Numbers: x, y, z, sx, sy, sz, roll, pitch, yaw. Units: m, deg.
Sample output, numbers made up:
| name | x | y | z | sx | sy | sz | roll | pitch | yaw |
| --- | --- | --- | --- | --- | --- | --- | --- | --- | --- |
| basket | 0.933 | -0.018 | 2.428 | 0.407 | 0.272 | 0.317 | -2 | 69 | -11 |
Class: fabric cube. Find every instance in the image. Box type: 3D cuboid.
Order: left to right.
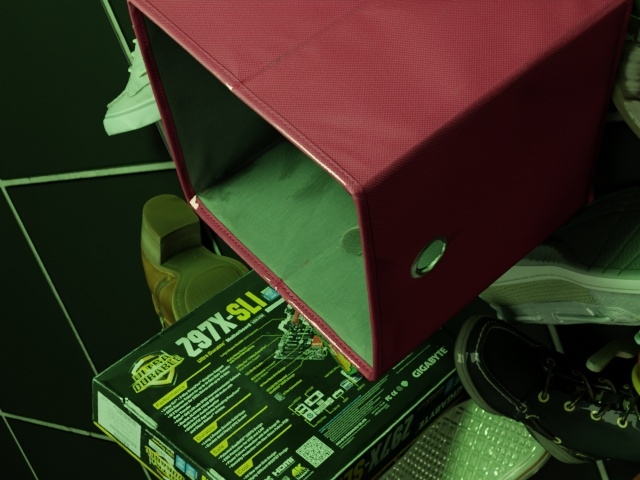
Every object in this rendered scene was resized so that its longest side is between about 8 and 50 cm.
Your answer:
| name | x | y | z | sx | sy | sz | roll | pitch | yaw |
| --- | --- | --- | --- | --- | --- | --- | --- | --- | --- |
| fabric cube | 0.048 | -0.100 | 0.889 | 0.259 | 0.258 | 0.254 | 43 | 158 | 29 |

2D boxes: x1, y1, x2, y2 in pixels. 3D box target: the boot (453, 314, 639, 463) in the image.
| name | x | y | z | sx | sy | sz | roll | pitch | yaw |
| --- | --- | --- | --- | --- | --- | --- | --- | --- | --- |
| boot | 0.248 | 0.138 | 1.029 | 0.178 | 0.085 | 0.236 | -3 | 146 | 47 |

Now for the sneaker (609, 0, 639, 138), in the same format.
| name | x | y | z | sx | sy | sz | roll | pitch | yaw |
| --- | --- | --- | --- | --- | --- | --- | --- | --- | --- |
| sneaker | 0.253 | -0.136 | 0.860 | 0.188 | 0.066 | 0.071 | 52 | 143 | 2 |

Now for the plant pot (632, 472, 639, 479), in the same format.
| name | x | y | z | sx | sy | sz | roll | pitch | yaw |
| --- | --- | --- | --- | --- | --- | --- | --- | --- | --- |
| plant pot | 0.322 | 0.363 | 0.998 | 0.236 | 0.267 | 0.267 | 43 | 169 | 40 |

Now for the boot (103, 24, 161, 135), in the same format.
| name | x | y | z | sx | sy | sz | roll | pitch | yaw |
| --- | --- | --- | --- | --- | --- | --- | --- | --- | --- |
| boot | -0.175 | -0.205 | 1.283 | 0.258 | 0.095 | 0.123 | -16 | 100 | 44 |

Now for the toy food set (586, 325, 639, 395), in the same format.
| name | x | y | z | sx | sy | sz | roll | pitch | yaw |
| --- | --- | --- | --- | --- | --- | --- | --- | --- | --- |
| toy food set | 0.333 | 0.112 | 0.938 | 0.218 | 0.128 | 0.071 | 34 | 119 | 33 |

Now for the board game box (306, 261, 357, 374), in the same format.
| name | x | y | z | sx | sy | sz | roll | pitch | yaw |
| --- | --- | --- | --- | --- | --- | --- | --- | --- | --- |
| board game box | 0.000 | 0.000 | 1.200 | 0.259 | 0.136 | 0.030 | 54 | 147 | 1 |

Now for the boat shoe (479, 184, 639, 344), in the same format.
| name | x | y | z | sx | sy | sz | roll | pitch | yaw |
| --- | --- | --- | --- | --- | --- | --- | --- | --- | --- |
| boat shoe | 0.240 | 0.028 | 0.973 | 0.103 | 0.118 | 0.320 | 54 | 152 | -19 |

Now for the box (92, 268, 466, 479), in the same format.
| name | x | y | z | sx | sy | sz | roll | pitch | yaw |
| --- | --- | --- | --- | --- | --- | --- | --- | --- | --- |
| box | -0.033 | 0.153 | 1.202 | 0.257 | 0.322 | 0.079 | 32 | 137 | 27 |

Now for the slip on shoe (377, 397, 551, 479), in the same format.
| name | x | y | z | sx | sy | sz | roll | pitch | yaw |
| --- | --- | --- | --- | --- | --- | --- | --- | --- | --- |
| slip on shoe | 0.162 | 0.267 | 1.275 | 0.101 | 0.123 | 0.331 | 16 | 139 | -22 |

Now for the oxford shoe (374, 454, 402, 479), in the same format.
| name | x | y | z | sx | sy | sz | roll | pitch | yaw |
| --- | --- | --- | --- | --- | --- | --- | --- | --- | --- |
| oxford shoe | 0.030 | 0.268 | 1.415 | 0.097 | 0.098 | 0.271 | -21 | 102 | 53 |

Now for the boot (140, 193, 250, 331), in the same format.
| name | x | y | z | sx | sy | sz | roll | pitch | yaw |
| --- | --- | --- | --- | --- | --- | --- | --- | --- | --- |
| boot | -0.152 | 0.104 | 1.445 | 0.283 | 0.109 | 0.220 | 50 | 154 | 32 |
